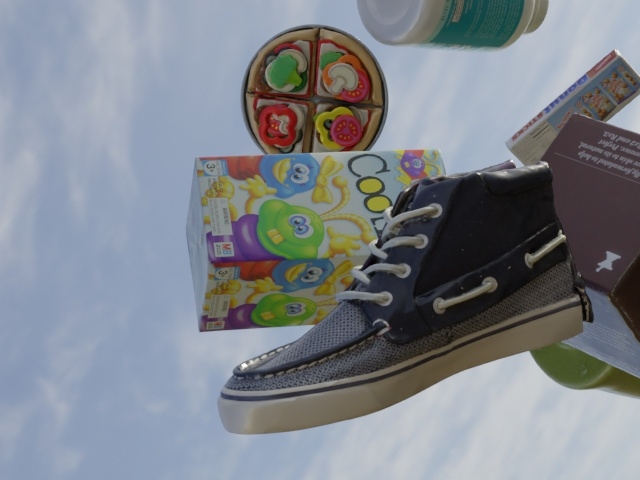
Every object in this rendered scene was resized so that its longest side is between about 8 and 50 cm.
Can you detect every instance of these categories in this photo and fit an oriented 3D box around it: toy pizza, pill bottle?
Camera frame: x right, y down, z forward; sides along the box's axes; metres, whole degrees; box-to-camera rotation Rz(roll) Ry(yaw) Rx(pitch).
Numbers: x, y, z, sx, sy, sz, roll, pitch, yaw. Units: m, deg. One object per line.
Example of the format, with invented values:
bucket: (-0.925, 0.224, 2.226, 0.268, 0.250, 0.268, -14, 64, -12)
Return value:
toy pizza: (-0.010, -0.186, 1.980, 0.201, 0.201, 0.032, -62, -5, 13)
pill bottle: (0.187, -0.327, 2.003, 0.264, 0.146, 0.146, -3, -55, -40)

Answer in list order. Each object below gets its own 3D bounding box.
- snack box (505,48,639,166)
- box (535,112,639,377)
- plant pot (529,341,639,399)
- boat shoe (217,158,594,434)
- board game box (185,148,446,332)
snack box: (0.317, -0.156, 1.849, 0.178, 0.022, 0.064, -41, -62, 15)
box: (0.304, 0.014, 1.474, 0.167, 0.168, 0.203, -53, -45, -11)
plant pot: (0.464, 0.067, 1.977, 0.353, 0.366, 0.367, -2, -53, -30)
boat shoe: (0.059, 0.037, 1.208, 0.340, 0.127, 0.158, -17, -80, -28)
board game box: (0.000, 0.000, 1.640, 0.275, 0.142, 0.144, -3, -33, -12)
